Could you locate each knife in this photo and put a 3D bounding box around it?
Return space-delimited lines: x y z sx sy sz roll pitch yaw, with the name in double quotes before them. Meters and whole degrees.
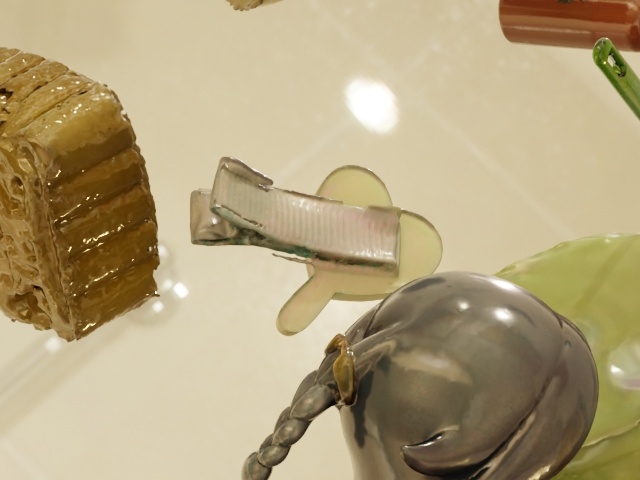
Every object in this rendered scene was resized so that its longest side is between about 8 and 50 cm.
"knife" 0.265 -0.109 1.520 0.015 0.054 0.212 17 -13 33

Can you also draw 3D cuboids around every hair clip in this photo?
"hair clip" -0.001 0.003 1.499 0.218 0.159 0.071 12 -22 -21

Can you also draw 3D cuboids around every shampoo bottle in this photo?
"shampoo bottle" 0.312 -0.244 1.934 0.244 0.085 0.085 6 -47 33

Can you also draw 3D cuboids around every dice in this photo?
"dice" 0.257 0.159 1.611 0.252 0.250 0.254 -105 173 -49

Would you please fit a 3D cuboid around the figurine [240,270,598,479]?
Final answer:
"figurine" 0.067 0.146 1.186 0.175 0.265 0.197 29 -10 41

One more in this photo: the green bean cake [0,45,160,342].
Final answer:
"green bean cake" -0.258 -0.039 1.613 0.224 0.131 0.229 20 -51 41

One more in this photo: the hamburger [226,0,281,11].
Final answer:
"hamburger" -0.044 -0.377 1.709 0.302 0.186 0.261 49 -30 32
